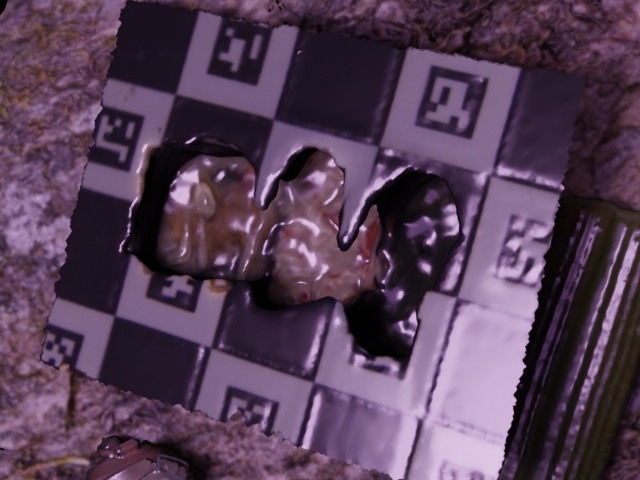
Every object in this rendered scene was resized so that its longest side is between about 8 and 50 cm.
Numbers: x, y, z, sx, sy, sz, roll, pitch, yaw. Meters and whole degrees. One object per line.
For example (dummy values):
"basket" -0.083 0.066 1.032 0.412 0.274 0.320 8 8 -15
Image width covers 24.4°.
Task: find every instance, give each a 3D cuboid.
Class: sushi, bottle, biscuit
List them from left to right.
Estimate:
"bottle" -0.131 0.219 1.150 0.099 0.099 0.152 -25 86 16
"sushi" 0.000 0.000 1.098 0.373 0.100 0.296 13 90 24
"biscuit" 0.170 0.126 1.087 0.099 0.038 0.322 19 101 9

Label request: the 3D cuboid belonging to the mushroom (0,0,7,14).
"mushroom" -0.253 -0.361 0.996 0.334 0.331 0.356 -29 91 12
